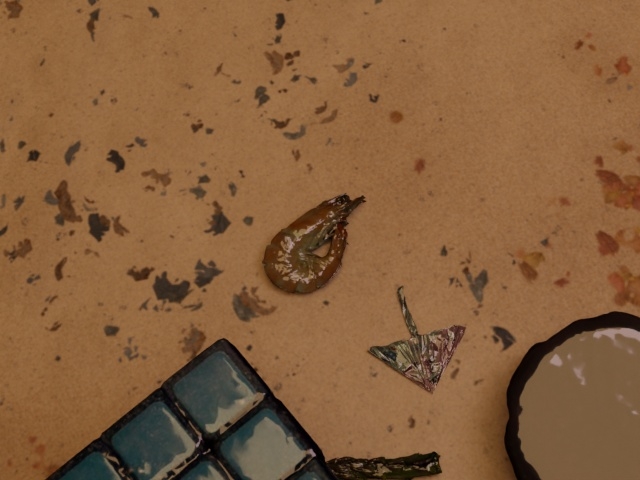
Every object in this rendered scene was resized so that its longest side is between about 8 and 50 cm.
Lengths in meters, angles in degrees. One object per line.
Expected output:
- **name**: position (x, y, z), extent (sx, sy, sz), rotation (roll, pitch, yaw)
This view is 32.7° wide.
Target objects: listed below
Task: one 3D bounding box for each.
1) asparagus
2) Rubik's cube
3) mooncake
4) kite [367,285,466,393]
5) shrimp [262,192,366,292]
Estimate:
- **asparagus**: position (0.073, 0.292, 1.404), extent (0.165, 0.030, 0.036), rotation (-2, 78, 0)
- **Rubik's cube**: position (-0.112, 0.369, 1.206), extent (0.344, 0.344, 0.337), rotation (-40, 72, -10)
- **mooncake**: position (0.366, 0.230, 1.363), extent (0.283, 0.141, 0.283), rotation (-1, 77, 6)
- **kite**: position (0.130, 0.133, 1.476), extent (0.139, 0.011, 0.156), rotation (-15, 71, -7)
- **shrimp**: position (0.000, 0.000, 1.511), extent (0.180, 0.041, 0.099), rotation (-43, 75, -14)
